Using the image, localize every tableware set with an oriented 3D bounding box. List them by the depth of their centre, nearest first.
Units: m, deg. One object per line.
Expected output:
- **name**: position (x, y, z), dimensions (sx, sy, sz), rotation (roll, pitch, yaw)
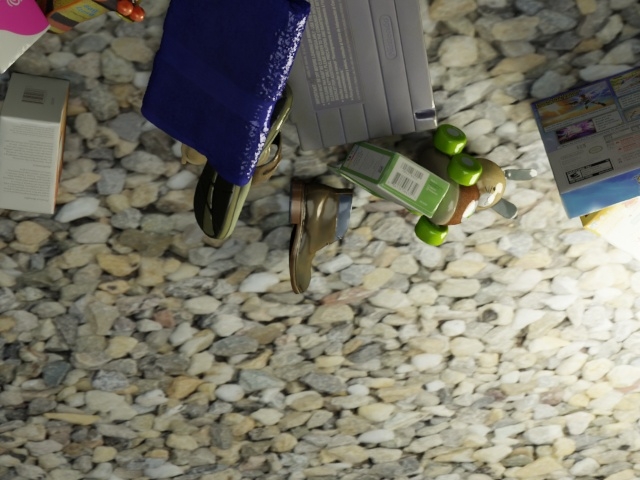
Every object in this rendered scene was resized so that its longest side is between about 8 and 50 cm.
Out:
- **tableware set**: position (-0.157, -0.175, 2.041), dimensions (0.169, 0.020, 0.141), rotation (0, 128, -4)

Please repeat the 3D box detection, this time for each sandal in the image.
- **sandal**: position (-0.114, -0.133, 2.010), dimensions (0.086, 0.120, 0.302), rotation (-4, 136, -37)

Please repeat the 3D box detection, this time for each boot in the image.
- **boot**: position (0.000, 0.000, 2.146), dimensions (0.106, 0.082, 0.219), rotation (1, 126, 0)

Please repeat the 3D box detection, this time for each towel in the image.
- **towel**: position (-0.137, -0.261, 1.874), dimensions (0.228, 0.076, 0.308), rotation (37, 126, 22)

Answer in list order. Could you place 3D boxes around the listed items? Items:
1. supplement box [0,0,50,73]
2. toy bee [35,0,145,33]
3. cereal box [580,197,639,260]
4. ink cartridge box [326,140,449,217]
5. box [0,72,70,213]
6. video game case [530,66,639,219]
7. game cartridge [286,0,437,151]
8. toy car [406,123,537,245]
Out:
- **supplement box**: position (-0.502, -0.310, 1.795), dimensions (0.220, 0.114, 0.111), rotation (10, 140, 40)
- **toy bee**: position (-0.313, -0.360, 1.781), dimensions (0.195, 0.162, 0.298), rotation (2, 150, -39)
- **cereal box**: position (0.582, -0.037, 2.168), dimensions (0.240, 0.047, 0.173), rotation (28, 121, -22)
- **ink cartridge box**: position (0.103, -0.103, 2.028), dimensions (0.109, 0.209, 0.062), rotation (29, 89, -24)
- **box**: position (-0.442, -0.149, 1.977), dimensions (0.091, 0.130, 0.170), rotation (7, 128, -9)
- **video game case**: position (0.472, -0.164, 1.941), dimensions (0.270, 0.244, 0.061), rotation (-18, 128, 11)
- **game cartridge**: position (0.040, -0.306, 1.928), dimensions (0.230, 0.068, 0.355), rotation (-7, 128, 7)
- **toy car**: position (0.253, -0.080, 2.070), dimensions (0.188, 0.149, 0.155), rotation (8, 129, -24)
